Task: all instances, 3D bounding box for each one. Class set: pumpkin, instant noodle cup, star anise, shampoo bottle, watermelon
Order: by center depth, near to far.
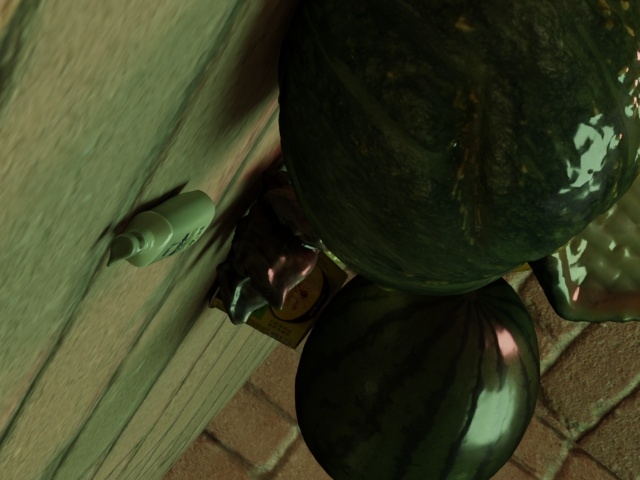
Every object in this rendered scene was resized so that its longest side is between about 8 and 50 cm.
[{"bbox_3d":[0.113,-0.114,0.852,0.291,0.257,0.327,-35,175,-29],"label":"pumpkin"},{"bbox_3d":[-0.113,-0.006,0.854,0.049,0.034,0.141,-46,177,14],"label":"shampoo bottle"},{"bbox_3d":[-0.020,-0.029,1.212,0.223,0.109,0.236,-41,-171,-27],"label":"star anise"},{"bbox_3d":[0.109,0.172,1.451,0.279,0.279,0.359,-49,168,-37],"label":"watermelon"},{"bbox_3d":[-0.047,0.055,1.492,0.151,0.122,0.151,-52,177,-4],"label":"instant noodle cup"}]

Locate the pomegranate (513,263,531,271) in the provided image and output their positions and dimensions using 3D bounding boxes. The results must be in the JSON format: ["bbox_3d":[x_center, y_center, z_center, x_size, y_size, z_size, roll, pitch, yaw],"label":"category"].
[{"bbox_3d":[0.287,-0.143,1.917,0.416,0.417,0.416,-52,176,-5],"label":"pomegranate"}]

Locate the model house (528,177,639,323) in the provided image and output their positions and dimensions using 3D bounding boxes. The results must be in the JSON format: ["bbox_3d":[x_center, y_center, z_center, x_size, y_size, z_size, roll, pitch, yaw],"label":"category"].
[{"bbox_3d":[0.337,-0.091,1.488,0.400,0.395,0.445,-45,-153,14],"label":"model house"}]

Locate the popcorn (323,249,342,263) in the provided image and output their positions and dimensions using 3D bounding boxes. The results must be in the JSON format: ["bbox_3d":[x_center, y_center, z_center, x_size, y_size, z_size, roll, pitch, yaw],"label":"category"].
[{"bbox_3d":[-0.001,0.002,1.870,0.097,0.089,0.109,-12,-170,33],"label":"popcorn"}]
